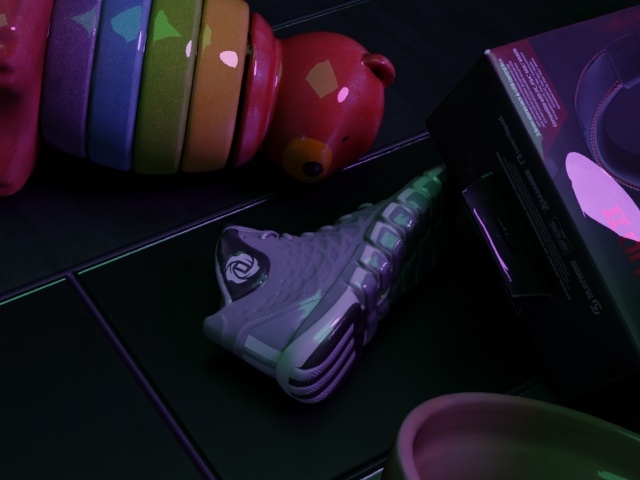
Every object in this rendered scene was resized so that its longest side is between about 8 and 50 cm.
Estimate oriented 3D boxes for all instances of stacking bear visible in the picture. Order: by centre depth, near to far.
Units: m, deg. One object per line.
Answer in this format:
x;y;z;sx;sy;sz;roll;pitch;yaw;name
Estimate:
-0.092;-0.116;0.862;0.288;0.175;0.164;8;49;-9;stacking bear

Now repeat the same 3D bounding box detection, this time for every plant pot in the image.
0.131;0.179;0.551;0.237;0.110;0.237;17;17;-5;plant pot

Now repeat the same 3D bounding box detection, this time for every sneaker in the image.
0.000;0.000;0.786;0.132;0.086;0.229;23;47;23;sneaker

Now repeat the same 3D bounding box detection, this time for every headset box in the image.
0.227;-0.039;0.762;0.293;0.110;0.218;-19;77;-23;headset box
